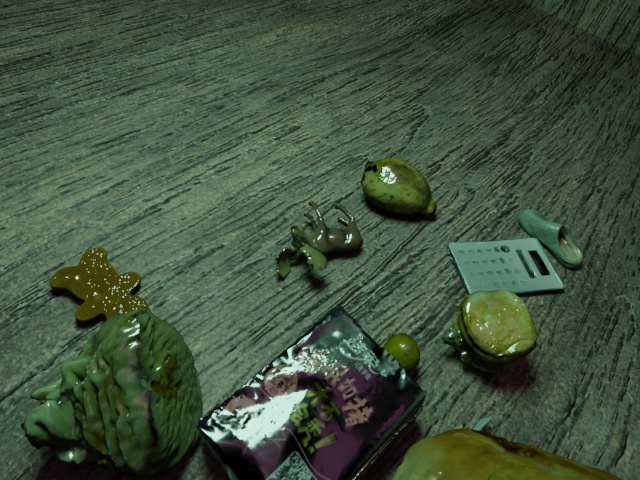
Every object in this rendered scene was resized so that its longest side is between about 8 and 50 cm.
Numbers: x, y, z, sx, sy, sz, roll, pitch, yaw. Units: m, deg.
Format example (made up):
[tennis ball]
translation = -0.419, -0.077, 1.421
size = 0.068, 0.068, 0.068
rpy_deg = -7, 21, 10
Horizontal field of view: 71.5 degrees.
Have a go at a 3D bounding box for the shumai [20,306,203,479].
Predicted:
[shumai]
translation = -0.324, 0.252, 0.711
size = 0.218, 0.189, 0.255
rpy_deg = -17, 72, -1

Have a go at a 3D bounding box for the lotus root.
[lotus root]
translation = 0.202, -0.132, 1.124
size = 0.214, 0.138, 0.138
rpy_deg = 25, 51, -5

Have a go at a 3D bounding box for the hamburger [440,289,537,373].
[hamburger]
translation = 0.332, 0.187, 0.897
size = 0.185, 0.131, 0.159
rpy_deg = -5, 62, -6

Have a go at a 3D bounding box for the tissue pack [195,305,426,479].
[tissue pack]
translation = -0.007, 0.296, 0.751
size = 0.332, 0.123, 0.245
rpy_deg = -36, 72, -28

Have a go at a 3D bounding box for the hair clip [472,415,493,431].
[hair clip]
translation = 0.282, 0.369, 0.805
size = 0.039, 0.030, 0.115
rpy_deg = 46, 58, 1

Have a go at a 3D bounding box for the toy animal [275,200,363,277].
[toy animal]
translation = 0.000, 0.000, 0.997
size = 0.215, 0.093, 0.185
rpy_deg = 3, 60, -19

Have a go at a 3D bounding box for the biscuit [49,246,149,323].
[biscuit]
translation = -0.420, 0.106, 0.871
size = 0.205, 0.031, 0.138
rpy_deg = 33, 54, 15

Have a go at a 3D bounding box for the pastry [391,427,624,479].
[pastry]
translation = 0.283, 0.410, 0.573
size = 0.410, 0.409, 0.244
rpy_deg = 15, 80, 1

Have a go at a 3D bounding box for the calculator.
[calculator]
translation = 0.449, 0.064, 1.077
size = 0.262, 0.021, 0.161
rpy_deg = -4, 54, -13

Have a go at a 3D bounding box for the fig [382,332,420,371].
[fig]
translation = 0.150, 0.223, 0.866
size = 0.088, 0.074, 0.074
rpy_deg = -27, 60, -10

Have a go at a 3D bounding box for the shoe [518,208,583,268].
[shoe]
translation = 0.600, -0.020, 1.137
size = 0.079, 0.078, 0.195
rpy_deg = -20, 62, -23
